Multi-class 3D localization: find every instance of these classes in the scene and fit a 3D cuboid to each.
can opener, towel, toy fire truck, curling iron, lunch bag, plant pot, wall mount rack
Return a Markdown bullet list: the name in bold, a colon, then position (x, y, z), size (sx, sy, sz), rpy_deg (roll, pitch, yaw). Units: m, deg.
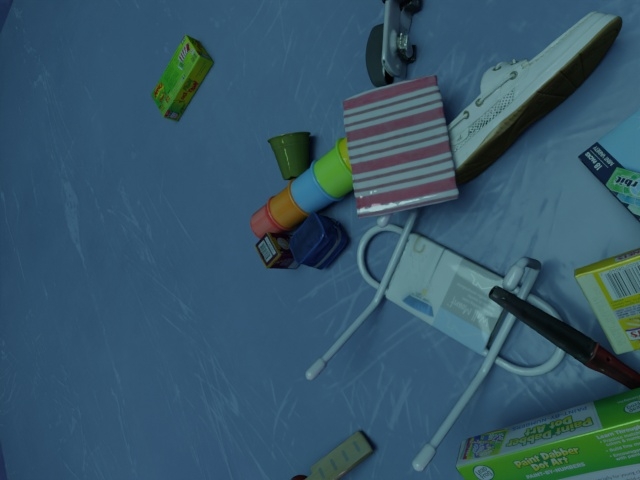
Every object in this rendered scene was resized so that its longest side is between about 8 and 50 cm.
- **can opener**: position (0.117, -0.399, 0.752), size (0.093, 0.074, 0.281), rpy_deg (7, 91, 39)
- **towel**: position (0.111, -0.135, 0.662), size (0.144, 0.029, 0.197), rpy_deg (-11, 74, 17)
- **toy fire truck**: position (0.020, 0.462, 0.744), size (0.217, 0.158, 0.247), rpy_deg (34, 118, 35)
- **curling iron**: position (0.308, 0.138, 0.518), size (0.274, 0.068, 0.035), rpy_deg (40, 132, 5)
- **lunch bag**: position (0.000, 0.000, 0.824), size (0.098, 0.065, 0.067), rpy_deg (-48, 45, 26)
- **plant pot**: position (-0.053, -0.157, 0.872), size (0.083, 0.083, 0.079), rpy_deg (-7, 94, 37)
- **wall mount rack**: position (0.141, 0.119, 0.664), size (0.350, 0.130, 0.304), rpy_deg (30, 105, 36)

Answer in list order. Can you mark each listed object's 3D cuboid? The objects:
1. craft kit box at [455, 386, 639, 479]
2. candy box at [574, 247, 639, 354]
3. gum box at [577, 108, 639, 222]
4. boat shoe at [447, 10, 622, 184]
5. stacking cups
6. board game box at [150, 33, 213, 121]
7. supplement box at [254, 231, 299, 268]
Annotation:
- **craft kit box**: position (0.323, 0.302, 0.502), size (0.249, 0.061, 0.247), rpy_deg (-33, 94, 31)
- **candy box**: position (0.382, 0.040, 0.459), size (0.205, 0.027, 0.105), rpy_deg (-27, 99, 33)
- **gum box**: position (0.410, -0.099, 0.495), size (0.184, 0.041, 0.157), rpy_deg (-43, 42, 27)
- **boat shoe**: position (0.253, -0.198, 0.618), size (0.277, 0.098, 0.096), rpy_deg (-44, 63, 28)
- **stacking cups**: position (-0.012, -0.096, 0.818), size (0.316, 0.096, 0.096), rpy_deg (-30, 70, 32)
- **board game box**: position (-0.340, -0.394, 1.126), size (0.181, 0.043, 0.092), rpy_deg (-47, 61, 25)
- **supplement box**: position (-0.073, 0.020, 0.865), size (0.043, 0.083, 0.055), rpy_deg (-46, 62, 26)
